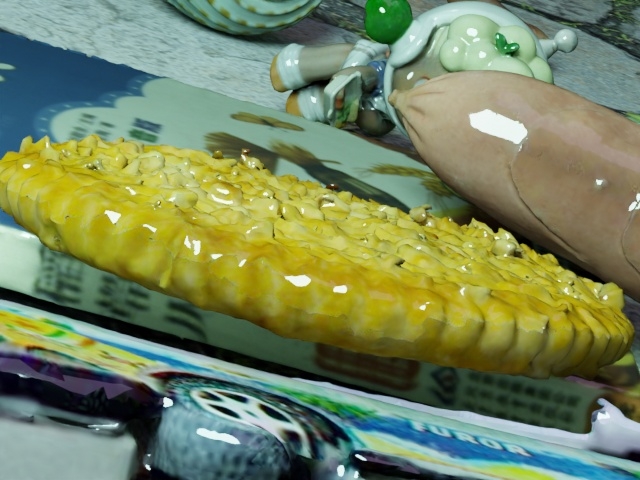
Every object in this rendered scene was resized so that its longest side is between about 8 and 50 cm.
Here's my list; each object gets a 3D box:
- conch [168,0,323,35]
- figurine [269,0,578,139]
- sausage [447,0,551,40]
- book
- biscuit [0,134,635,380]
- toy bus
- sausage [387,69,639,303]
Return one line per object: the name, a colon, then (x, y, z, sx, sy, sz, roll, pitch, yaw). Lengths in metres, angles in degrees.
conch: (-0.059, -0.199, 1.246, 0.135, 0.102, 0.153, -8, -5, -28)
figurine: (0.056, -0.089, 1.017, 0.197, 0.147, 0.093, -7, 41, 31)
sausage: (0.148, -0.193, 1.487, 0.047, 0.040, 0.177, 17, 18, -22)
book: (-0.062, -0.022, 0.845, 0.427, 0.039, 0.300, 16, 19, -4)
biscuit: (0.000, 0.000, 0.662, 0.254, 0.035, 0.254, 15, 9, -2)
toy bus: (0.033, 0.097, 0.510, 0.316, 0.112, 0.138, 13, 9, -12)
sausage: (0.227, 0.022, 0.831, 0.433, 0.088, 0.088, 26, 20, 3)
